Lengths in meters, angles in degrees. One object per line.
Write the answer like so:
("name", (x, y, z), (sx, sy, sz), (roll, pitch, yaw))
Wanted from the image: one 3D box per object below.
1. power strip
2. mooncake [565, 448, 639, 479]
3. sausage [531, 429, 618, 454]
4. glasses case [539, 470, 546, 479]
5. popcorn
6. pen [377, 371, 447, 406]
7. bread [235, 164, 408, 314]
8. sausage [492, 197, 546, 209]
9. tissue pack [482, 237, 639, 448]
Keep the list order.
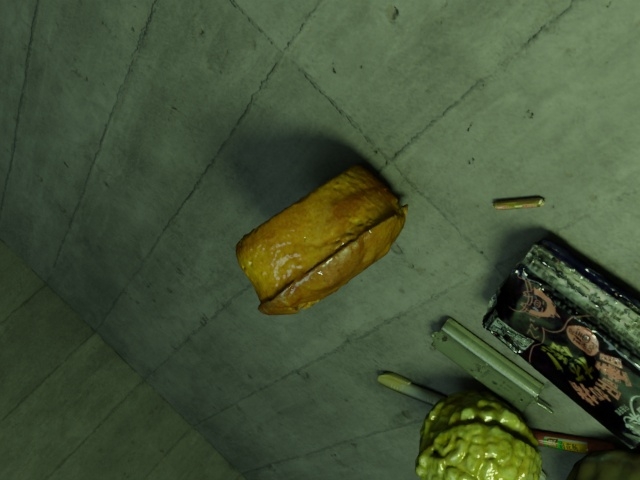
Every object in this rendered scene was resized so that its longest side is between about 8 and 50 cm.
("power strip", (0.329, 0.247, 1.640), (0.268, 0.034, 0.092), (36, 149, 13))
("mooncake", (0.567, 0.500, 1.527), (0.290, 0.161, 0.290), (24, 152, 14))
("sausage", (0.475, 0.389, 1.650), (0.223, 0.029, 0.029), (-4, 126, 52))
("glasses case", (0.439, 0.479, 1.814), (0.083, 0.021, 0.032), (38, 151, 10))
("popcorn", (0.310, 0.413, 1.658), (0.270, 0.224, 0.257), (47, -169, 29))
("pen", (0.222, 0.334, 1.885), (0.233, 0.032, 0.040), (15, 116, 37))
("bread", (-0.005, 0.003, 1.466), (0.172, 0.312, 0.312), (54, 150, 0))
("sausage", (0.302, -0.055, 1.311), (0.100, 0.015, 0.015), (-2, 127, 51))
("tissue pack", (0.423, 0.162, 1.344), (0.332, 0.123, 0.245), (39, 155, 15))
